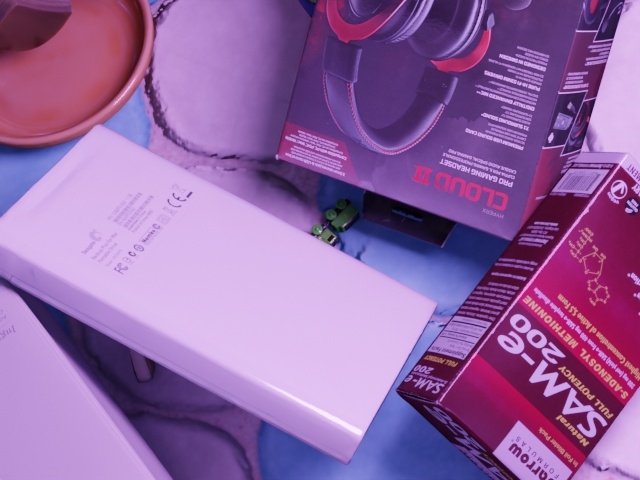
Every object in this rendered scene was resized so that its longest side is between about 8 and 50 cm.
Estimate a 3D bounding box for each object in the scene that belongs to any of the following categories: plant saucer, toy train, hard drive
[{"bbox_3d":[-0.240,-0.165,1.770,0.200,0.037,0.200,-6,63,13],"label":"plant saucer"},{"bbox_3d":[0.000,0.000,1.632,0.024,0.017,0.083,39,78,17],"label":"toy train"},{"bbox_3d":[-0.079,0.033,1.504,0.308,0.040,0.203,28,33,5],"label":"hard drive"}]

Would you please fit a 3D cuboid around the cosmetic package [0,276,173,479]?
[{"bbox_3d":[-0.218,0.167,1.492,0.156,0.217,0.385,-37,58,-5],"label":"cosmetic package"}]

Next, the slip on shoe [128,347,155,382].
[{"bbox_3d":[-0.141,0.052,1.628,0.041,0.051,0.135,-7,55,-2],"label":"slip on shoe"}]

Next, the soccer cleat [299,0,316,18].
[{"bbox_3d":[0.114,-0.250,1.669,0.289,0.121,0.093,-14,60,7],"label":"soccer cleat"}]

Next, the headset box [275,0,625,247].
[{"bbox_3d":[0.106,-0.144,1.561,0.218,0.110,0.293,21,105,22],"label":"headset box"}]

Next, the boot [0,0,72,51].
[{"bbox_3d":[-0.221,-0.324,1.713,0.283,0.109,0.220,-42,57,40],"label":"boot"}]

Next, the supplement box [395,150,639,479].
[{"bbox_3d":[0.183,0.063,1.479,0.239,0.130,0.073,-52,20,-12],"label":"supplement box"}]
